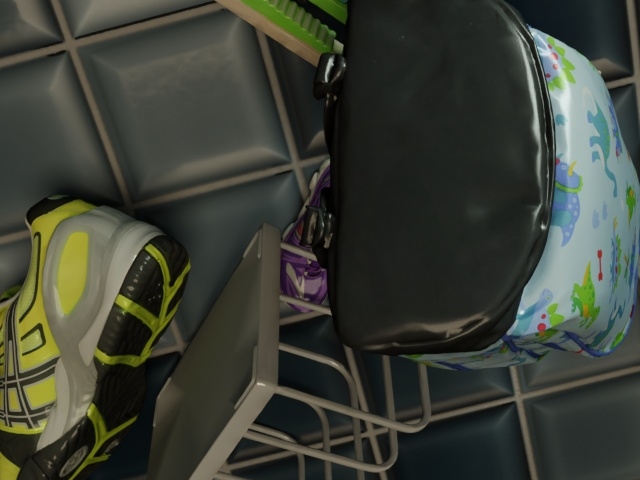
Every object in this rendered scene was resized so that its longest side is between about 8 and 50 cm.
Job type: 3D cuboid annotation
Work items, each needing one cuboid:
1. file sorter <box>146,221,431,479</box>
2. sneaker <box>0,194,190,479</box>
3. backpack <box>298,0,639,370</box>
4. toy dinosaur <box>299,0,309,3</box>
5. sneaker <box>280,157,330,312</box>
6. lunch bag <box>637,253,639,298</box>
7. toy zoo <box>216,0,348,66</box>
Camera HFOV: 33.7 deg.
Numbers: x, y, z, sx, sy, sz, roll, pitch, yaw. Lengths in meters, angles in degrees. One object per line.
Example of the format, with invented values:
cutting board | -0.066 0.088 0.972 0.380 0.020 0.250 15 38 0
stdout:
file sorter | -0.037 0.164 0.996 0.173 0.192 0.277 19 129 -18
sneaker | -0.255 0.121 1.041 0.147 0.145 0.384 34 116 13
backpack | 0.141 -0.017 0.864 0.273 0.355 0.290 1 73 7
toy dinosaur | -0.005 -0.300 0.826 0.322 0.164 0.218 23 132 -38
sneaker | 0.000 0.000 1.014 0.068 0.071 0.169 13 116 -11
lunch bag | 0.470 0.108 1.058 0.235 0.169 0.287 -26 124 5
toy zoo | 0.020 -0.250 0.772 0.192 0.030 0.293 31 141 -18
